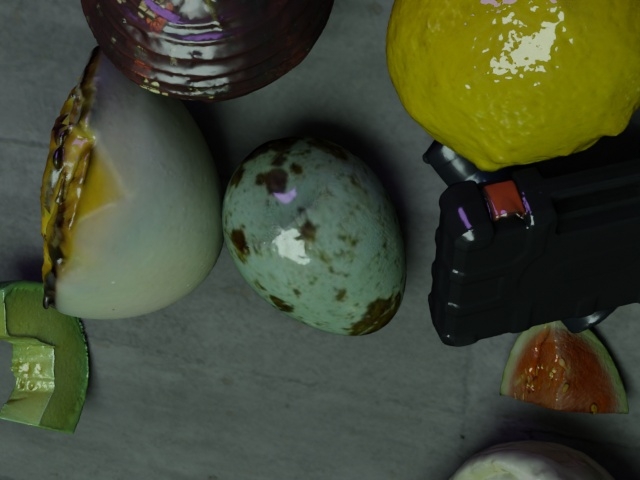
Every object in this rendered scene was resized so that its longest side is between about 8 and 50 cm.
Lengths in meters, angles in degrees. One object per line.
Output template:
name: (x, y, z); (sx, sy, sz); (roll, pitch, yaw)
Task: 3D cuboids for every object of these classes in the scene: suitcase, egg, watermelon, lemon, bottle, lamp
suitcase: (0.243, -0.001, 1.738); (0.286, 0.066, 0.206); (-13, 147, -9)
egg: (-0.179, -0.052, 1.893); (0.174, 0.264, 0.286); (7, 132, -1)
egg: (0.000, 0.000, 1.891); (0.169, 0.169, 0.231); (-22, 117, 32)
watermelon: (0.256, 0.147, 1.930); (0.135, 0.094, 0.125); (28, 121, -1)
lemon: (0.185, -0.186, 1.660); (0.288, 0.233, 0.233); (-28, 108, 32)
bottle: (0.200, -0.018, 1.856); (0.244, 0.072, 0.082); (47, 148, -11)
lamp: (-0.102, -0.242, 1.736); (0.247, 0.247, 0.247); (11, 125, 16)

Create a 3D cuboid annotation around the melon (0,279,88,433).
melon: (-0.326, 0.130, 2.146); (0.064, 0.118, 0.209); (8, 113, 34)

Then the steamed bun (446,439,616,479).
steamed bun: (0.255, 0.334, 1.998); (0.268, 0.207, 0.280); (-42, 70, 44)
